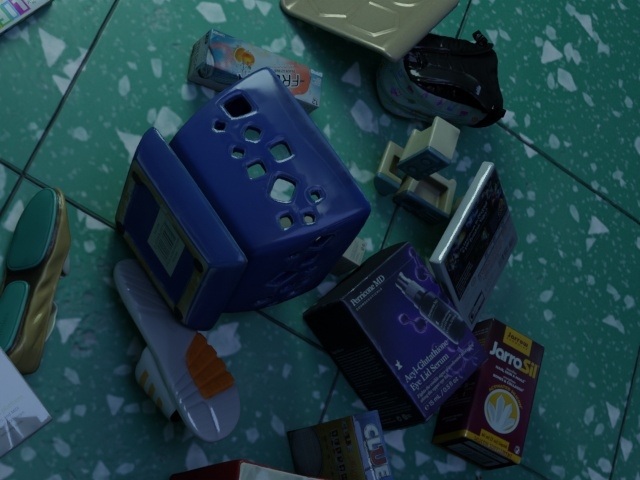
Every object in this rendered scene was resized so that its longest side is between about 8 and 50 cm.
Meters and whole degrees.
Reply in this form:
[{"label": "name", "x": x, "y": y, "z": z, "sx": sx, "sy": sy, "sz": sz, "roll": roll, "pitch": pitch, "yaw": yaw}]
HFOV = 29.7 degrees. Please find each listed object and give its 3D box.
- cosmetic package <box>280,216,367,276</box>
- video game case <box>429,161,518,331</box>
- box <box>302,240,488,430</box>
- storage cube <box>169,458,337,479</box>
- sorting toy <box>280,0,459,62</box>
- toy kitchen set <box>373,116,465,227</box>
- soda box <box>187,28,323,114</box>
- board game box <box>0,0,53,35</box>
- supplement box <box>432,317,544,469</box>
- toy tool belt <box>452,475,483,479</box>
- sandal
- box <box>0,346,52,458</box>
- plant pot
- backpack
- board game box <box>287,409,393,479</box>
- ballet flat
[{"label": "cosmetic package", "x": 0.000, "y": 0.000, "z": 1.669, "sx": 0.115, "sy": 0.060, "sz": 0.041, "roll": 32, "pitch": 60, "yaw": -21}, {"label": "video game case", "x": 0.223, "y": 0.013, "z": 1.733, "sx": 0.190, "sy": 0.022, "sz": 0.173, "roll": -58, "pitch": 143, "yaw": -28}, {"label": "box", "x": 0.103, "y": 0.132, "z": 1.662, "sx": 0.153, "sy": 0.108, "sz": 0.207, "roll": -40, "pitch": 98, "yaw": -34}, {"label": "storage cube", "x": -0.072, "y": 0.371, "z": 1.426, "sx": 0.184, "sy": 0.193, "sz": 0.215, "roll": 18, "pitch": 67, "yaw": -26}, {"label": "sorting toy", "x": 0.074, "y": -0.352, "z": 1.796, "sx": 0.208, "sy": 0.038, "sz": 0.193, "roll": 30, "pitch": 54, "yaw": 20}, {"label": "toy kitchen set", "x": 0.188, "y": -0.057, "z": 1.738, "sx": 0.207, "sy": 0.166, "sz": 0.122, "roll": 30, "pitch": 63, "yaw": -21}, {"label": "soda box", "x": -0.089, "y": -0.229, "z": 1.683, "sx": 0.183, "sy": 0.063, "sz": 0.058, "roll": 17, "pitch": 67, "yaw": -27}, {"label": "board game box", "x": -0.421, "y": -0.311, "z": 1.526, "sx": 0.103, "sy": 0.026, "sz": 0.154, "roll": 51, "pitch": 56, "yaw": -9}, {"label": "supplement box", "x": 0.243, "y": 0.221, "z": 1.736, "sx": 0.104, "sy": 0.081, "sz": 0.188, "roll": 29, "pitch": 61, "yaw": -21}, {"label": "toy tool belt", "x": 0.219, "y": 0.357, "z": 1.696, "sx": 0.083, "sy": 0.051, "sz": 0.052, "roll": 9, "pitch": 71, "yaw": -30}, {"label": "sandal", "x": -0.191, "y": 0.144, "z": 1.504, "sx": 0.102, "sy": 0.076, "sz": 0.265, "roll": -4, "pitch": 55, "yaw": -50}, {"label": "box", "x": -0.477, "y": 0.134, "z": 1.301, "sx": 0.232, "sy": 0.058, "sz": 0.322, "roll": -37, "pitch": 94, "yaw": -20}, {"label": "plant pot", "x": -0.112, "y": -0.037, "z": 1.487, "sx": 0.212, "sy": 0.236, "sz": 0.236, "roll": -27, "pitch": 74, "yaw": -29}, {"label": "backpack", "x": 0.177, "y": -0.241, "z": 1.822, "sx": 0.182, "sy": 0.115, "sz": 0.152, "roll": 8, "pitch": 59, "yaw": -28}, {"label": "board game box", "x": 0.039, "y": 0.347, "z": 1.520, "sx": 0.042, "sy": 0.165, "sz": 0.243, "roll": -6, "pitch": 79, "yaw": -33}, {"label": "ballet flat", "x": -0.341, "y": 0.051, "z": 1.447, "sx": 0.073, "sy": 0.080, "sz": 0.232, "roll": 40, "pitch": 56, "yaw": -48}]
